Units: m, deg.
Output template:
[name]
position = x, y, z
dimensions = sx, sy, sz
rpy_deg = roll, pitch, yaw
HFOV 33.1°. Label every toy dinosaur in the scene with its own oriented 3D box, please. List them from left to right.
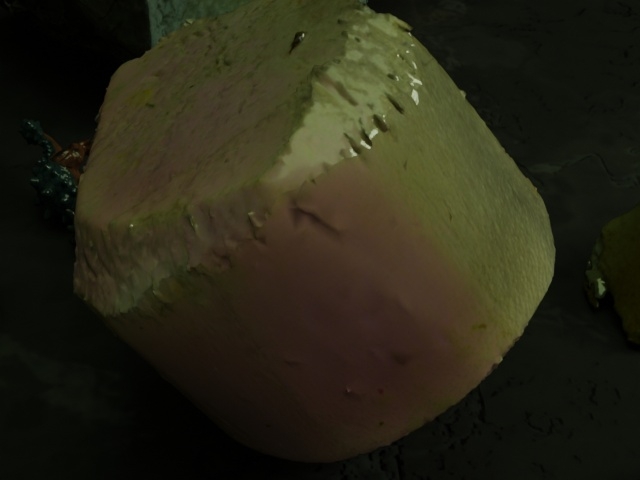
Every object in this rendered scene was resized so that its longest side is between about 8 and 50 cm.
[toy dinosaur]
position = -0.184, -0.042, 0.783
dimensions = 0.055, 0.049, 0.154
rpy_deg = -22, 49, -23

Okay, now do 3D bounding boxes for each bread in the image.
[bread]
position = 0.259, -0.003, 0.713
dimensions = 0.156, 0.110, 0.103
rpy_deg = -16, 47, -21

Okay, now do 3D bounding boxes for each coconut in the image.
[coconut]
position = 0.000, 0.000, 0.592
dimensions = 0.233, 0.245, 0.233
rpy_deg = -22, 42, 21

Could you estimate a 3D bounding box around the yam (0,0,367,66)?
[yam]
position = -0.152, -0.261, 0.922
dimensions = 0.348, 0.240, 0.241
rpy_deg = 24, 43, 29
